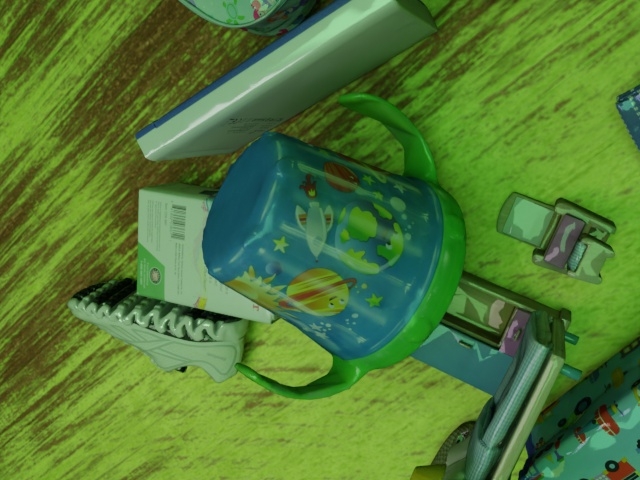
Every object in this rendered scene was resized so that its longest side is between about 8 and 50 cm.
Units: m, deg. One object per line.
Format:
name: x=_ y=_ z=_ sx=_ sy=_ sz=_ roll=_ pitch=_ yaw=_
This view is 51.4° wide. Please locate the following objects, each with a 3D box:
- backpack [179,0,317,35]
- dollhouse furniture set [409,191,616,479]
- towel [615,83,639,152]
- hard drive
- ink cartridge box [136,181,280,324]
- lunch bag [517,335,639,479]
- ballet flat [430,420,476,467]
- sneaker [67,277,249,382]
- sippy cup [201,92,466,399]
backpack: x=-0.081 y=-0.375 z=0.774 sx=0.225 sy=0.191 sz=0.254 roll=38 pitch=116 yaw=10
dollhouse furniture set: x=0.161 y=0.092 z=0.699 sx=0.198 sy=0.303 sz=0.287 roll=23 pitch=107 yaw=14
towel: x=0.497 y=-0.122 z=0.636 sx=0.336 sy=0.040 sz=0.243 roll=-29 pitch=96 yaw=36
hard drive: x=-0.032 y=-0.186 z=0.769 sx=0.318 sy=0.210 sz=0.040 roll=-26 pitch=90 yaw=23
ink cartridge box: x=-0.137 y=0.013 z=0.911 sx=0.212 sy=0.093 sz=0.155 roll=10 pitch=104 yaw=21
lunch bag: x=0.400 y=0.271 z=0.715 sx=0.293 sy=0.138 sz=0.221 roll=45 pitch=112 yaw=5
ballet flat: x=0.158 y=0.351 z=0.881 sx=0.084 sy=0.058 sz=0.250 roll=28 pitch=109 yaw=14
sneaker: x=-0.244 y=0.132 z=0.974 sx=0.292 sy=0.110 sz=0.118 roll=10 pitch=113 yaw=19
sippy cup: x=0.000 y=0.000 z=0.735 sx=0.224 sy=0.306 sz=0.240 roll=24 pitch=136 yaw=-27
